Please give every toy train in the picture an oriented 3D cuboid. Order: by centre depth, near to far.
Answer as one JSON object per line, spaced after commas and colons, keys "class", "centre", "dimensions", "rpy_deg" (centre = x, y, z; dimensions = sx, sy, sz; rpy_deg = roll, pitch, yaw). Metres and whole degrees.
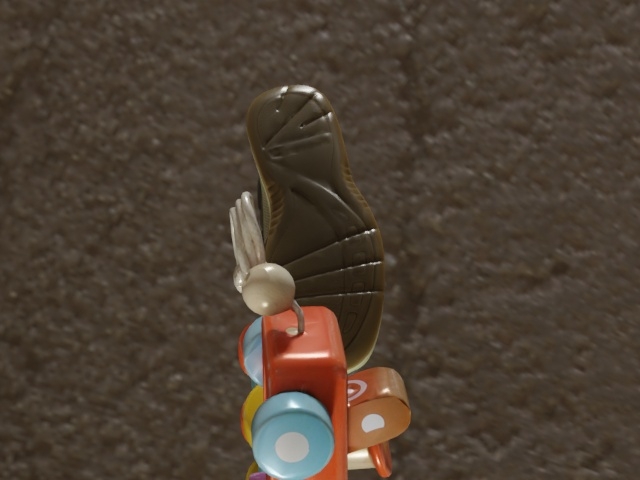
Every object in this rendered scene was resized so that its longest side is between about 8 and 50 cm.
{"class": "toy train", "centre": [0.002, 0.049, 0.450], "dimensions": [0.166, 0.046, 0.125], "rpy_deg": [-105, 12, -72]}

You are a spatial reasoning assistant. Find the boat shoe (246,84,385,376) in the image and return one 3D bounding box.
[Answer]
{"class": "boat shoe", "centre": [0.000, 0.000, 0.734], "dimensions": [0.056, 0.049, 0.152], "rpy_deg": [-10, 57, 3]}
